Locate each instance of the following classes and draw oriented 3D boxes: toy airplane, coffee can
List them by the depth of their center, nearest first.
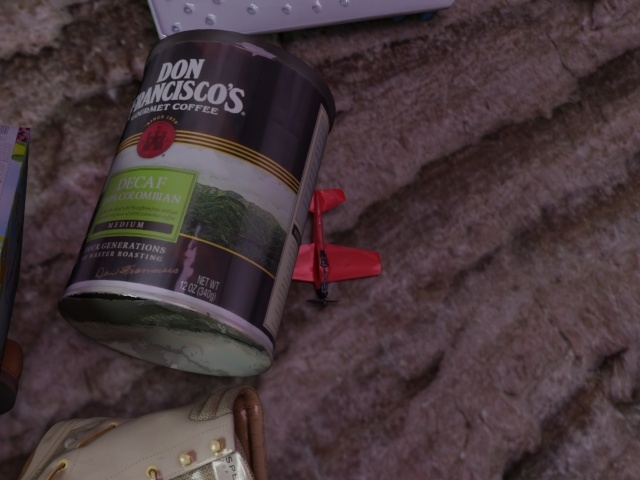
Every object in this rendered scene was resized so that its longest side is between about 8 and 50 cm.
[{"bbox_3d":[-0.110,-0.032,0.845,0.201,0.201,0.276,18,65,-11],"label":"coffee can"},{"bbox_3d":[0.000,0.000,0.967,0.151,0.028,0.151,6,68,-15],"label":"toy airplane"}]

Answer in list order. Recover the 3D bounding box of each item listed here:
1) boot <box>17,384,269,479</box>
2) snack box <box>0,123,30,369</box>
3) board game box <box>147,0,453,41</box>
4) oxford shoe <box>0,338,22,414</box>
[{"bbox_3d":[-0.148,0.217,0.690,0.203,0.262,0.095,-15,112,12],"label":"boot"},{"bbox_3d":[-0.291,0.020,0.731,0.070,0.175,0.207,6,30,-17],"label":"snack box"},{"bbox_3d":[-0.067,-0.427,1.099,0.389,0.050,0.390,-14,75,-22],"label":"board game box"},{"bbox_3d":[-0.377,0.106,0.788,0.212,0.076,0.076,11,37,-12],"label":"oxford shoe"}]
